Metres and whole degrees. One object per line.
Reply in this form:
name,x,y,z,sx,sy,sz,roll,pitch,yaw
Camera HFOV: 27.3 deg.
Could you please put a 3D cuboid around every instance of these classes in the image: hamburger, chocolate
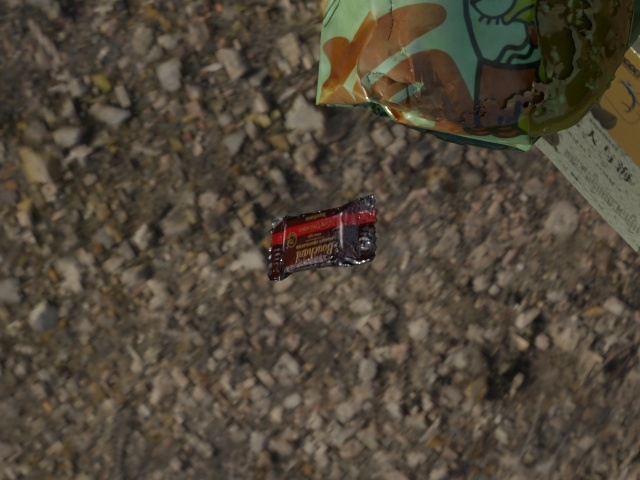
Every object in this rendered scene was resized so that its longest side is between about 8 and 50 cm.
hamburger,0.121,-0.156,0.792,0.235,0.125,0.214,14,101,-12
chocolate,0.000,0.000,1.531,0.182,0.028,0.086,-16,69,47

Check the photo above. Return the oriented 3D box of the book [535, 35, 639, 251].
book,0.405,-0.161,1.844,0.269,0.032,0.389,50,163,20
